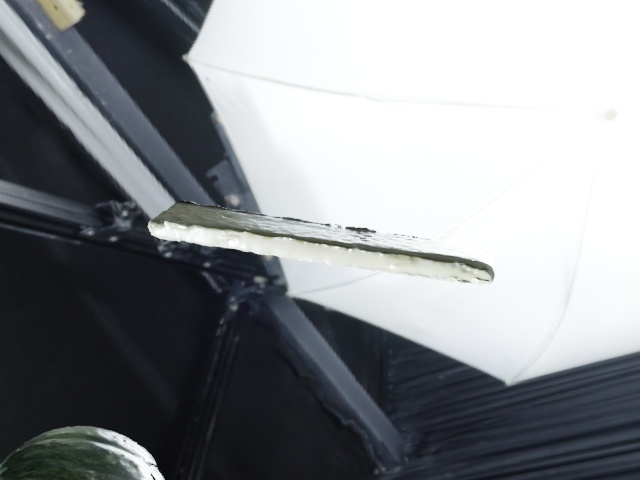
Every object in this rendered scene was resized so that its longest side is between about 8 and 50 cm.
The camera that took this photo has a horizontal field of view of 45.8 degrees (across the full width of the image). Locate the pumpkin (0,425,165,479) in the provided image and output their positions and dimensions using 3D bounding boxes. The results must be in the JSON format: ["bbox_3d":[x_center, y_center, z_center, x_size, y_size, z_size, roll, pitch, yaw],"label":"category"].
[{"bbox_3d":[-0.339,0.433,1.041,0.291,0.257,0.328,-97,20,-64],"label":"pumpkin"}]

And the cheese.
[{"bbox_3d":[0.000,0.003,0.876,0.085,0.400,0.034,-58,-26,-67],"label":"cheese"}]
